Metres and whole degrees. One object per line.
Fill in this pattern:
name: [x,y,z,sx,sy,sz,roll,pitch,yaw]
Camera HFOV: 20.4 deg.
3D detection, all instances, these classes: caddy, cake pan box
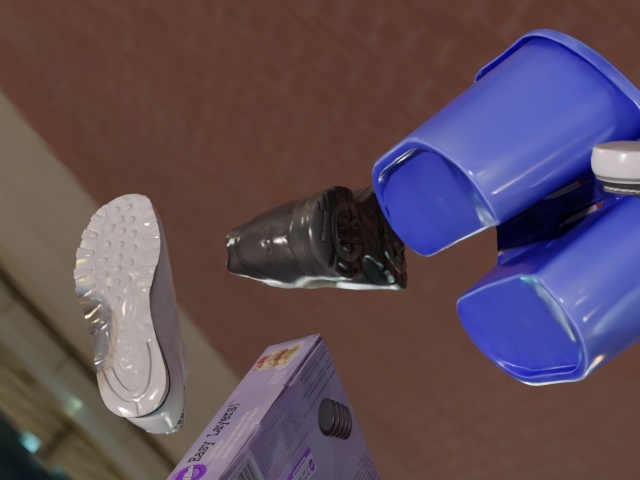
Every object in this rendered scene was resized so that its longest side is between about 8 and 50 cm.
caddy: [0.184,-0.029,1.366,0.241,0.179,0.341,55,168,-1]
cake pan box: [-0.025,0.253,1.559,0.070,0.267,0.245,-14,112,28]

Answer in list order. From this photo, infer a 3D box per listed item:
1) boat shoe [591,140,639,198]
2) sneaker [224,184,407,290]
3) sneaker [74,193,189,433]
boat shoe: [0.172,-0.020,0.774,0.142,0.040,0.049,3,-174,-38]
sneaker: [0.000,0.000,1.714,0.130,0.109,0.286,-9,171,20]
sneaker: [-0.172,0.070,1.696,0.090,0.235,0.095,-14,156,19]
